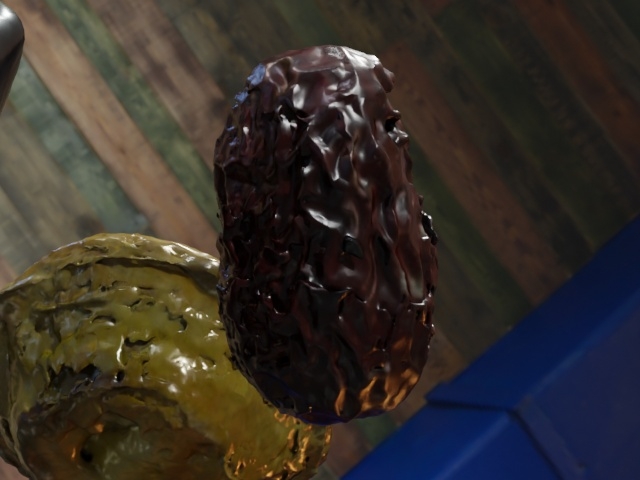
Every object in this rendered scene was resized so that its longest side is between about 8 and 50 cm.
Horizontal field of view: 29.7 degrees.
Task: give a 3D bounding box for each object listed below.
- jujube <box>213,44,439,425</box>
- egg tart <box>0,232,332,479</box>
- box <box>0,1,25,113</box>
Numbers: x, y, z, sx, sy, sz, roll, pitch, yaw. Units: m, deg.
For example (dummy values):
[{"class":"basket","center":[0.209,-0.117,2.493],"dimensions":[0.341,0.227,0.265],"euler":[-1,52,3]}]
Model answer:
[{"class":"jujube","center":[-0.003,0.001,0.522],"dimensions":[0.104,0.104,0.166],"euler":[5,-71,63]},{"class":"egg tart","center":[-0.149,0.154,1.022],"dimensions":[0.129,0.341,0.341],"euler":[-82,157,-50]},{"class":"box","center":[-0.240,0.090,0.401],"dimensions":[0.091,0.350,0.359],"euler":[38,-29,-7]}]
